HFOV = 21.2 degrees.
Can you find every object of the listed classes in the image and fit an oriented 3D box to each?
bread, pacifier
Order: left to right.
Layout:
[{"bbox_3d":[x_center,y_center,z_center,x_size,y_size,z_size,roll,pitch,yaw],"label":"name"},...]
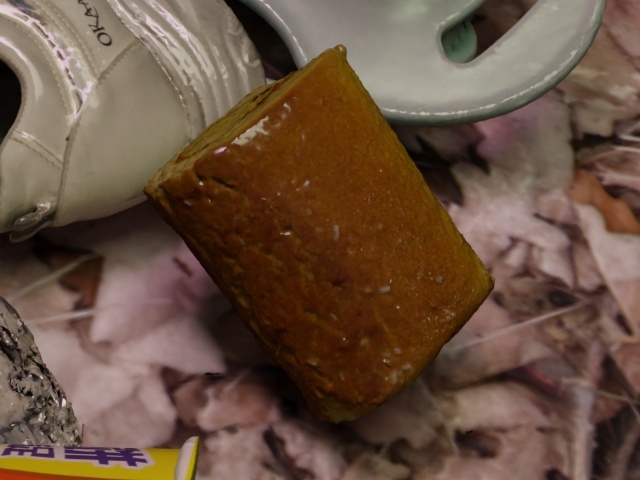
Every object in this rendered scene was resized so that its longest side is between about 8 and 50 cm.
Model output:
[{"bbox_3d":[0.000,0.000,0.942,0.132,0.103,0.172,-44,106,-32],"label":"bread"},{"bbox_3d":[0.020,-0.224,1.067,0.343,0.269,0.288,37,67,16],"label":"pacifier"}]

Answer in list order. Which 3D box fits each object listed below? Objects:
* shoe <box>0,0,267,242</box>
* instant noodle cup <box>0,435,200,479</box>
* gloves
[{"bbox_3d":[-0.199,-0.141,1.004,0.211,0.132,0.342,-28,68,-37],"label":"shoe"},{"bbox_3d":[-0.150,0.176,0.727,0.174,0.213,0.213,8,50,-2],"label":"instant noodle cup"},{"bbox_3d":[-0.186,0.072,0.875,0.114,0.070,0.153,-24,61,-33],"label":"gloves"}]
